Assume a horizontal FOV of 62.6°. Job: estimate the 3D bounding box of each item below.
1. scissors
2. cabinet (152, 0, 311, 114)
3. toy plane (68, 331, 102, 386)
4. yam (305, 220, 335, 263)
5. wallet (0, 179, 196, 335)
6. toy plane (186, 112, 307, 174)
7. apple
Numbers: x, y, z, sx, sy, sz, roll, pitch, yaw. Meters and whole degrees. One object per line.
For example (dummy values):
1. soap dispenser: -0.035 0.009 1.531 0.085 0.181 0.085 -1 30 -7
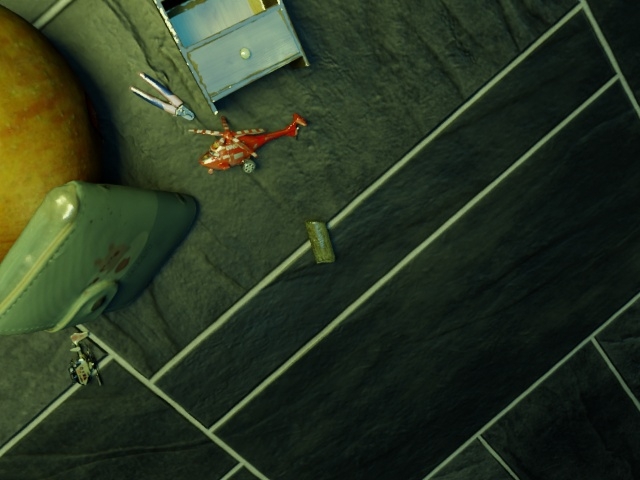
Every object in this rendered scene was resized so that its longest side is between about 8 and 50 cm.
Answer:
1. scissors: -0.268 -0.241 0.902 0.113 0.012 0.039 33 96 -20
2. cabinet: -0.146 -0.336 0.831 0.174 0.148 0.215 -28 111 -4
3. toy plane: -0.448 0.228 0.989 0.049 0.031 0.121 -13 111 -15
4. yam: 0.000 0.000 1.021 0.043 0.043 0.094 -17 107 -8
5. wallet: -0.328 0.027 0.790 0.083 0.360 0.252 37 98 7
6. toy plane: -0.125 -0.177 0.930 0.194 0.126 0.077 -42 152 -34
7. apple: -0.503 -0.130 0.709 0.400 0.333 0.400 -3 103 -13
